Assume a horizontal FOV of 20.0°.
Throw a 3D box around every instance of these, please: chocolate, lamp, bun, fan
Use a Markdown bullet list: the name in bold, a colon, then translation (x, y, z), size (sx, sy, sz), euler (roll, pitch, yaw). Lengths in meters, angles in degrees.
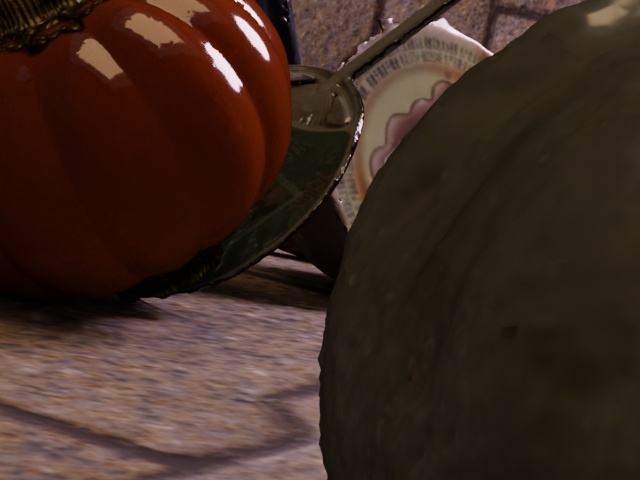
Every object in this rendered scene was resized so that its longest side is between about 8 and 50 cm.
- **chocolate**: translation (0.055, -0.033, 1.248), size (0.221, 0.221, 0.147), euler (7, -18, -28)
- **lamp**: translation (-0.121, -0.062, 0.993), size (0.223, 0.196, 0.223), euler (-21, 26, 11)
- **bun**: translation (0.170, 0.026, 0.514), size (0.362, 0.211, 0.362), euler (-4, 6, 0)
- **fan**: translation (-0.031, -0.054, 1.105), size (0.294, 0.012, 0.223), euler (-21, 33, 16)

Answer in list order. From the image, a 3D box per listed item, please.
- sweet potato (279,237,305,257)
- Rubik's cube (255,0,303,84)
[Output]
- **sweet potato**: translation (-0.003, -0.002, 1.367), size (0.153, 0.038, 0.041), euler (4, -17, 16)
- **Rubik's cube**: translation (-0.212, -0.217, 1.334), size (0.313, 0.318, 0.316), euler (-12, 14, -13)
